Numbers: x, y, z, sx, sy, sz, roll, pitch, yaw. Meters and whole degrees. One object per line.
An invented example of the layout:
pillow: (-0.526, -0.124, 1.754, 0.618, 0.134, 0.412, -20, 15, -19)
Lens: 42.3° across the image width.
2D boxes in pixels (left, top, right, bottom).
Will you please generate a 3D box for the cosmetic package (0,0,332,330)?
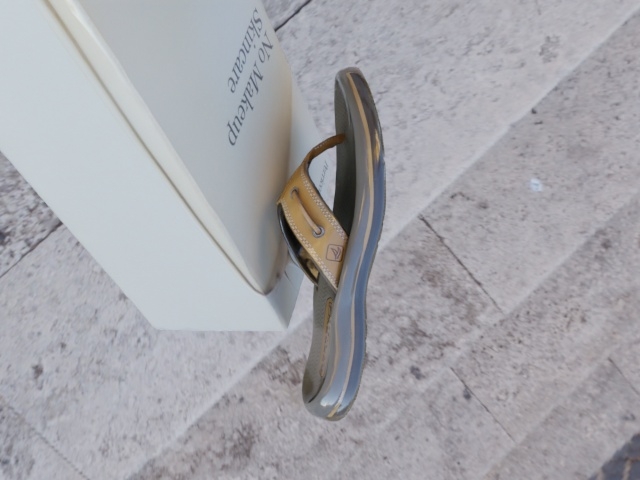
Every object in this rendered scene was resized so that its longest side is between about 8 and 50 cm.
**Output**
cosmetic package: (-0.102, -0.091, 0.497, 0.113, 0.309, 0.160, -1, 54, 22)

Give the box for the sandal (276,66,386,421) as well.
sandal: (0.000, 0.000, 0.511, 0.060, 0.090, 0.219, 7, 94, -9)
